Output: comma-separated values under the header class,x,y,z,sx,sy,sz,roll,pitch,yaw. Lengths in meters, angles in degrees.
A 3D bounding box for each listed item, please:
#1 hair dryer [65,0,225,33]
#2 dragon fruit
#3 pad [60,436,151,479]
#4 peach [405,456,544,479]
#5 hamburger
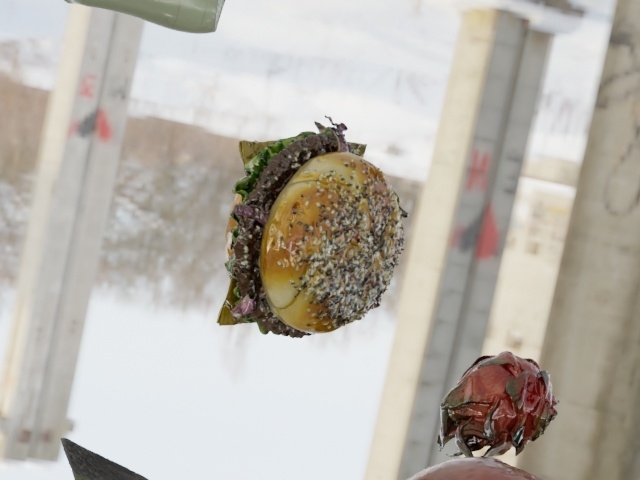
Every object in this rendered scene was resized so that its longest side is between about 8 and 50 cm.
class,x,y,z,sx,sy,sz,roll,pitch,yaw
hair dryer,-0.218,-0.349,1.764,0.206,0.075,0.237,11,147,5
dragon fruit,0.202,0.193,1.693,0.142,0.130,0.121,-17,-136,-24
pad,-0.055,0.191,0.740,0.143,0.003,0.211,36,-166,-41
peach,0.149,0.377,1.304,0.373,0.372,0.290,14,-172,37
hamburger,0.002,-0.003,1.106,0.093,0.164,0.189,16,-155,36
